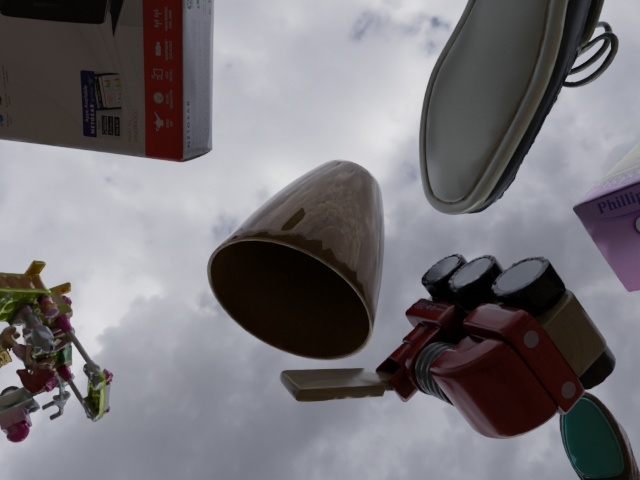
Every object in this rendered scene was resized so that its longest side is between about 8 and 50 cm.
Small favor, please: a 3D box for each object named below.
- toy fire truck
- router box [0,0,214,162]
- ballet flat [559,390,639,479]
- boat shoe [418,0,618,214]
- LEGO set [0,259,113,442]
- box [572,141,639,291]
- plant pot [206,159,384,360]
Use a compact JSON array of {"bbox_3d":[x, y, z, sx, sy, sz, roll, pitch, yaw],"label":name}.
[{"bbox_3d":[0.109,0.120,0.534,0.246,0.217,0.158,-41,-79,-13],"label":"toy fire truck"},{"bbox_3d":[-0.268,-0.270,0.585,0.301,0.082,0.336,7,-71,11],"label":"router box"},{"bbox_3d":[0.513,0.408,0.959,0.107,0.106,0.316,-20,-95,40],"label":"ballet flat"},{"bbox_3d":[0.131,-0.136,0.342,0.079,0.095,0.255,9,-86,-37],"label":"boat shoe"},{"bbox_3d":[-0.253,0.097,0.449,0.132,0.287,0.107,-36,-114,-21],"label":"LEGO set"},{"bbox_3d":[0.430,-0.075,0.549,0.243,0.213,0.117,-35,-88,-28],"label":"box"},{"bbox_3d":[0.000,0.000,0.794,0.237,0.237,0.254,36,-131,-10],"label":"plant pot"}]
